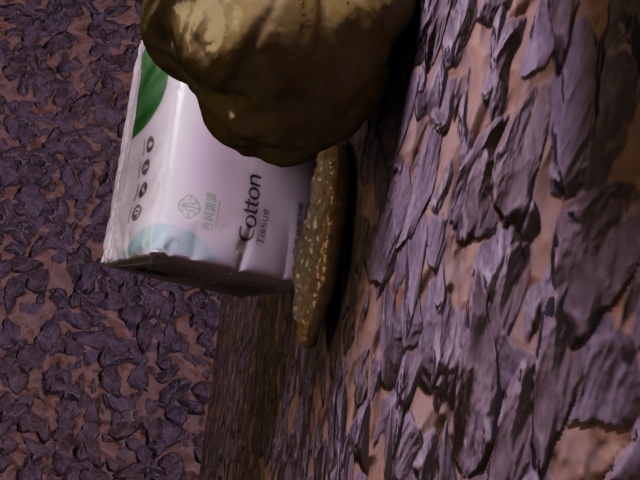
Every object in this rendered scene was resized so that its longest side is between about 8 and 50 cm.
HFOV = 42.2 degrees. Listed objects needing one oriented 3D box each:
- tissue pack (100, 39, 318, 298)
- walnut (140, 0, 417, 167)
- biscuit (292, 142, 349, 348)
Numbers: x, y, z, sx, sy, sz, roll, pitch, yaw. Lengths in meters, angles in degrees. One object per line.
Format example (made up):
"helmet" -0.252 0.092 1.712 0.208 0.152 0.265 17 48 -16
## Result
"tissue pack" -0.142 -0.115 1.184 0.194 0.266 0.356 -10 69 48
"walnut" -0.041 -0.229 0.818 0.253 0.282 0.277 -44 -9 -15
"biscuit" 0.000 0.000 0.995 0.188 0.040 0.265 133 145 -73
